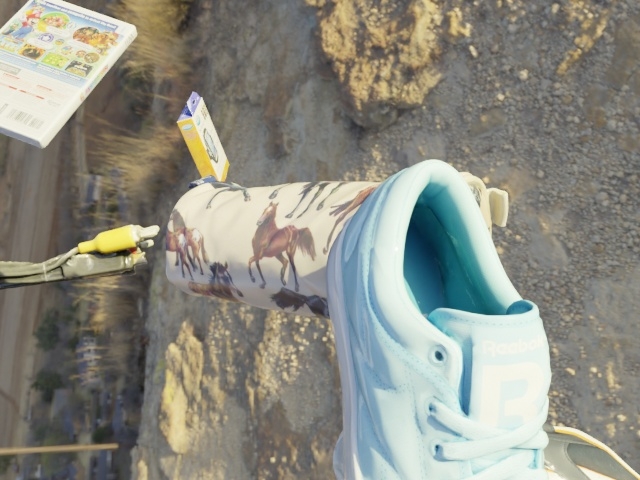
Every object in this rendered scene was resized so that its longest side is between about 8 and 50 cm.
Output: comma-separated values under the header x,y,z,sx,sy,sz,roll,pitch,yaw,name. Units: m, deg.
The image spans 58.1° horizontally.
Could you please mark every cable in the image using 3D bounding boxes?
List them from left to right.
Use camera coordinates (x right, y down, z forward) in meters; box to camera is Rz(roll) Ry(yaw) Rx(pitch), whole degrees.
x,y,z,sx,sy,sz,roll,pitch,yaw,name
-0.384,0.028,0.854,0.139,0.287,0.072,142,119,-67,cable

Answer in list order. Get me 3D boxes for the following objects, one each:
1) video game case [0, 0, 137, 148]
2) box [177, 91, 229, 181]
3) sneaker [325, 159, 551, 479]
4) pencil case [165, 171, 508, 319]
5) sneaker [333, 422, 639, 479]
x,y,z,sx,sy,sz,roll,pitch,yaw,name
-0.202,-0.127,0.417,0.011,0.087,0.122,96,-164,-61,video game case
-0.178,-0.152,0.870,0.028,0.136,0.081,-15,33,10,box
0.087,0.112,0.369,0.150,0.135,0.366,117,141,-59,sneaker
0.000,0.000,0.683,0.410,0.160,0.183,3,48,37,pencil case
0.168,0.225,0.512,0.126,0.321,0.127,-67,-5,26,sneaker
